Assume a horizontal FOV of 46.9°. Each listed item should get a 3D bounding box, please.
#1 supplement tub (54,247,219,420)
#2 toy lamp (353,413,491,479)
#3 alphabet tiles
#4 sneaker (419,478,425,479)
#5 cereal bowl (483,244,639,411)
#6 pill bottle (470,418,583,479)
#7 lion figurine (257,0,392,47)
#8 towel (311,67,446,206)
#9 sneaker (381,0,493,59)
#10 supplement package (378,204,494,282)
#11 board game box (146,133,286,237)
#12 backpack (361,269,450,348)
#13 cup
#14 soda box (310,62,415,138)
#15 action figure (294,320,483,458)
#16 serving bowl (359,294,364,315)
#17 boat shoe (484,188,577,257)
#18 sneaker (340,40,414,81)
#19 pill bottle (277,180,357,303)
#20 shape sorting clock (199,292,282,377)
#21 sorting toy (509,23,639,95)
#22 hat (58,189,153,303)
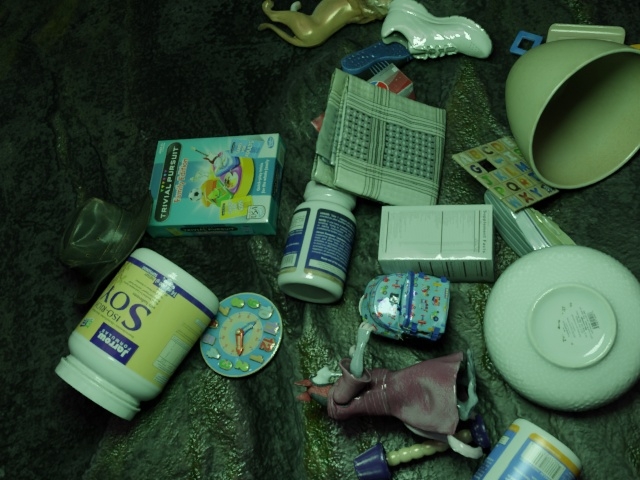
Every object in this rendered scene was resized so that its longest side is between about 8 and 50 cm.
[{"bbox_3d":[-0.411,0.210,1.666,0.241,0.241,0.331,28,75,24],"label":"supplement tub"},{"bbox_3d":[0.203,0.428,1.496,0.275,0.080,0.080,-17,62,5],"label":"toy lamp"},{"bbox_3d":[0.445,-0.161,1.676,0.237,0.009,0.198,-22,55,-34],"label":"alphabet tiles"},{"bbox_3d":[0.194,0.540,1.463,0.067,0.042,0.118,-17,55,2],"label":"sneaker"},{"bbox_3d":[0.489,0.169,1.459,0.339,0.141,0.338,-2,81,15],"label":"cereal bowl"},{"bbox_3d":[0.355,0.486,1.385,0.152,0.152,0.272,35,79,26],"label":"pill bottle"},{"bbox_3d":[0.030,-0.627,2.026,0.392,0.142,0.240,-36,69,12],"label":"lion figurine"},{"bbox_3d":[0.149,-0.230,1.739,0.324,0.056,0.312,17,68,-16],"label":"towel"},{"bbox_3d":[0.293,-0.513,1.890,0.297,0.111,0.129,21,72,16],"label":"sneaker"},{"bbox_3d":[0.263,0.010,1.644,0.244,0.134,0.139,0,65,15],"label":"supplement package"},{"bbox_3d":[-0.269,-0.139,1.886,0.336,0.079,0.253,-1,65,14],"label":"board game box"},{"bbox_3d":[0.181,0.138,1.592,0.173,0.117,0.158,14,69,0],"label":"backpack"},{"bbox_3d":[0.548,-0.315,1.649,0.331,0.331,0.237,-30,42,-1],"label":"cup"},{"bbox_3d":[0.111,-0.327,1.872,0.263,0.083,0.092,-37,63,-4],"label":"soda box"},{"bbox_3d":[0.130,0.314,1.485,0.370,0.248,0.275,-9,71,12],"label":"action figure"},{"bbox_3d":[0.130,0.153,1.671,0.083,0.027,0.083,-6,64,12],"label":"serving bowl"},{"bbox_3d":[0.481,-0.008,1.626,0.094,0.109,0.302,-30,71,-15],"label":"boat shoe"},{"bbox_3d":[0.149,-0.458,1.934,0.232,0.090,0.081,-21,58,-20],"label":"sneaker"},{"bbox_3d":[0.000,0.000,1.707,0.153,0.153,0.264,6,67,17],"label":"pill bottle"},{"bbox_3d":[-0.186,0.217,1.717,0.206,0.040,0.206,-6,64,12],"label":"shape sorting clock"},{"bbox_3d":[0.638,-0.431,1.806,0.348,0.047,0.196,10,75,22],"label":"sorting toy"},{"bbox_3d":[-0.547,-0.014,1.784,0.331,0.134,0.331,-41,27,26],"label":"hat"}]
